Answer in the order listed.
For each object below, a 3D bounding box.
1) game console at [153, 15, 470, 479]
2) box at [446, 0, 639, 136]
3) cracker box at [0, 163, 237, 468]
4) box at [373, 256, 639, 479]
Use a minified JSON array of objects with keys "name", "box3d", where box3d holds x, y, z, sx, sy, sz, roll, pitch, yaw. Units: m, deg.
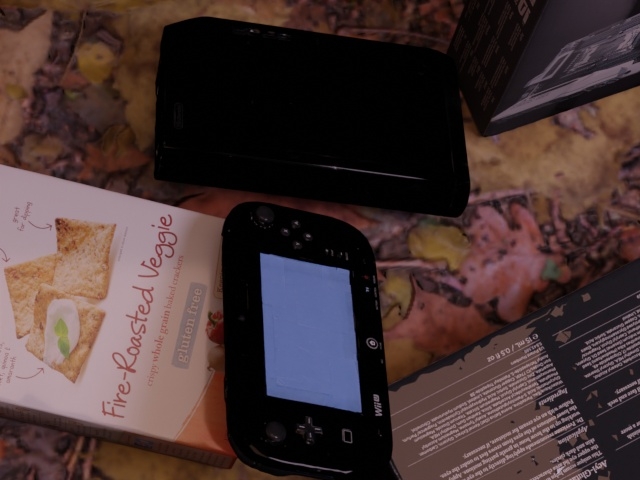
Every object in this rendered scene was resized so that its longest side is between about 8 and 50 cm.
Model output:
[{"name":"game console","box3d":[0.000,0.000,1.258,0.213,0.044,0.361,6,51,-13]},{"name":"box","box3d":[0.226,-0.189,1.269,0.242,0.307,0.076,-19,74,-12]},{"name":"cracker box","box3d":[-0.151,0.048,1.284,0.232,0.067,0.156,13,74,-3]},{"name":"box","box3d":[0.172,0.138,1.285,0.261,0.103,0.184,-25,77,-13]}]
